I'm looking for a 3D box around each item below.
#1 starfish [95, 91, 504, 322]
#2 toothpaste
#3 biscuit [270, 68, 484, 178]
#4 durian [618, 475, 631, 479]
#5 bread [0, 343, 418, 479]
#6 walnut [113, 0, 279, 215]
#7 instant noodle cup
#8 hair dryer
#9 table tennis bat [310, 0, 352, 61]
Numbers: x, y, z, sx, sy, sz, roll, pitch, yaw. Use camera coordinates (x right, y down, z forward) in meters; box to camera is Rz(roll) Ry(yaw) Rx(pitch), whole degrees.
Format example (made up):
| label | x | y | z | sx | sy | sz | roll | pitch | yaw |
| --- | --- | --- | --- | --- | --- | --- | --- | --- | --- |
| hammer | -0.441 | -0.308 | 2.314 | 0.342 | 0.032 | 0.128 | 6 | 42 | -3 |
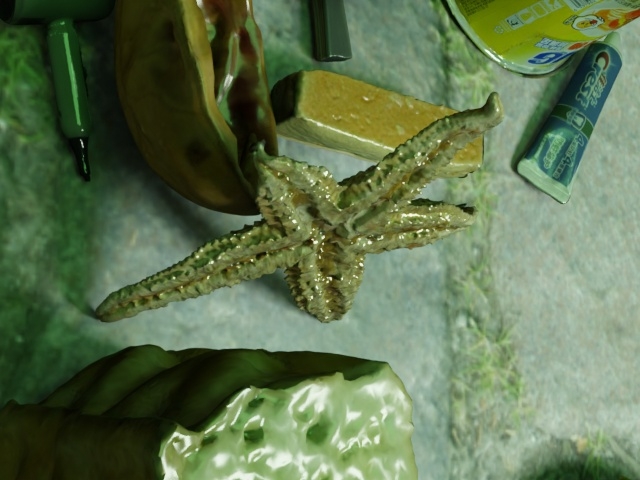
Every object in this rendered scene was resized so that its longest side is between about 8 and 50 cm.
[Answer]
| label | x | y | z | sx | sy | sz | roll | pitch | yaw |
| --- | --- | --- | --- | --- | --- | --- | --- | --- | --- |
| starfish | 0.002 | 0.005 | 0.747 | 0.231 | 0.295 | 0.048 | 37 | 27 | -59 |
| toothpaste | 0.236 | -0.120 | 1.050 | 0.057 | 0.035 | 0.197 | 35 | 62 | -8 |
| biscuit | 0.044 | -0.085 | 0.886 | 0.188 | 0.056 | 0.052 | 13 | 75 | -35 |
| durian | 0.325 | 0.296 | 0.919 | 0.352 | 0.169 | 0.158 | 19 | 92 | -4 |
| bread | -0.072 | 0.160 | 0.626 | 0.239 | 0.252 | 0.196 | -26 | 97 | -40 |
| walnut | -0.089 | -0.112 | 0.761 | 0.167 | 0.087 | 0.211 | 25 | 55 | -73 |
| instant noodle cup | 0.215 | -0.257 | 0.989 | 0.205 | 0.153 | 0.205 | 8 | 76 | -34 |
| hair dryer | -0.167 | -0.112 | 0.752 | 0.071 | 0.047 | 0.150 | -12 | 98 | -35 |
| table tennis bat | 0.000 | -0.246 | 0.909 | 0.130 | 0.019 | 0.220 | 0 | 79 | -37 |
